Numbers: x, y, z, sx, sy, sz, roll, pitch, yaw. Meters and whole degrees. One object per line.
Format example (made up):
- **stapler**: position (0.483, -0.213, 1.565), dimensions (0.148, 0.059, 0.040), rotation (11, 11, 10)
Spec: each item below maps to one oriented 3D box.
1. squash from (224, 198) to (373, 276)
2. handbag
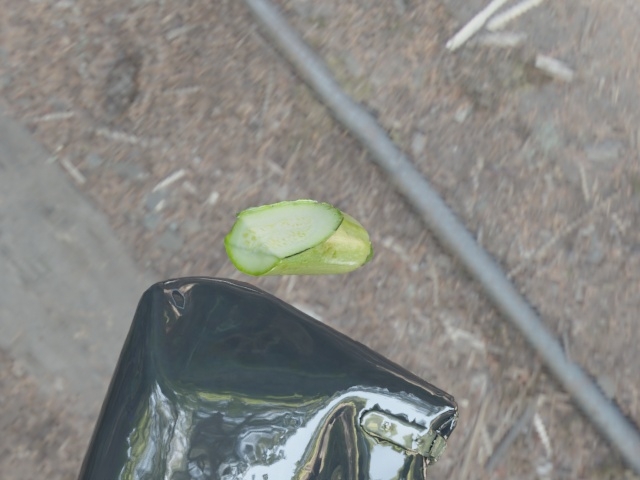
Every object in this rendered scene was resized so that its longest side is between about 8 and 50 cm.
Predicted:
- **squash**: position (0.000, -0.003, 1.616), dimensions (0.090, 0.200, 0.075), rotation (8, 95, 38)
- **handbag**: position (-0.049, 0.214, 1.338), dimensions (0.288, 0.152, 0.342), rotation (16, 79, 10)
